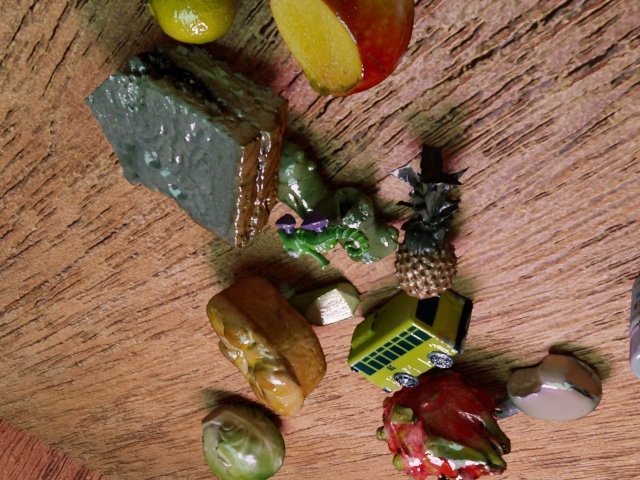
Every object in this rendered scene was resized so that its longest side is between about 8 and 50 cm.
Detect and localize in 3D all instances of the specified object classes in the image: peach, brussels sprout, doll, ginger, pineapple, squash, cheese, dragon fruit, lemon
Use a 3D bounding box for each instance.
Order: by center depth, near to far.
[{"bbox_3d":[0.024,-0.278,0.956,0.190,0.192,0.190,19,-177,-1],"label":"peach"},{"bbox_3d":[-0.178,-0.328,1.069,0.133,0.109,0.109,-3,139,7],"label":"lemon"},{"bbox_3d":[0.168,-0.022,1.259,0.130,0.119,0.277,3,137,6],"label":"pineapple"},{"bbox_3d":[0.000,0.000,1.305,0.190,0.050,0.115,-7,132,44],"label":"doll"},{"bbox_3d":[0.017,-0.065,1.323,0.290,0.089,0.137,38,159,-13],"label":"ginger"},{"bbox_3d":[0.443,0.322,1.592,0.163,0.082,0.286,34,142,-15],"label":"cheese"},{"bbox_3d":[-0.017,0.142,1.598,0.200,0.075,0.090,-17,151,42],"label":"squash"},{"bbox_3d":[0.266,0.405,1.638,0.303,0.231,0.237,11,125,42],"label":"dragon fruit"},{"bbox_3d":[-0.214,0.560,2.113,0.244,0.244,0.244,13,142,11],"label":"brussels sprout"}]

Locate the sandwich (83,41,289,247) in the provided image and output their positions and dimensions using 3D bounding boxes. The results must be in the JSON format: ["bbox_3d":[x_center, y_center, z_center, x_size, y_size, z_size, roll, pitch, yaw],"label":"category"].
[{"bbox_3d":[-0.214,-0.166,1.214,0.325,0.131,0.262,32,144,14],"label":"sandwich"}]

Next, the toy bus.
[{"bbox_3d":[0.168,0.190,1.526,0.150,0.128,0.262,32,141,-12],"label":"toy bus"}]

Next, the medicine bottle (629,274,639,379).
[{"bbox_3d":[0.564,0.138,1.232,0.135,0.168,0.135,13,143,10],"label":"medicine bottle"}]

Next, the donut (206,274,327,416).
[{"bbox_3d":[-0.113,0.215,1.596,0.299,0.150,0.317,54,163,-10],"label":"donut"}]
